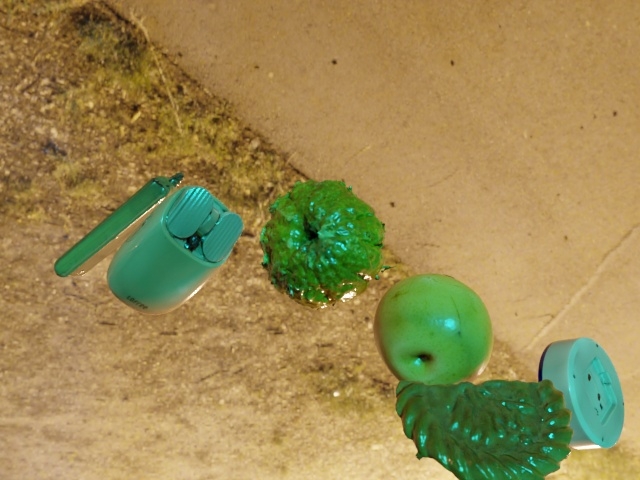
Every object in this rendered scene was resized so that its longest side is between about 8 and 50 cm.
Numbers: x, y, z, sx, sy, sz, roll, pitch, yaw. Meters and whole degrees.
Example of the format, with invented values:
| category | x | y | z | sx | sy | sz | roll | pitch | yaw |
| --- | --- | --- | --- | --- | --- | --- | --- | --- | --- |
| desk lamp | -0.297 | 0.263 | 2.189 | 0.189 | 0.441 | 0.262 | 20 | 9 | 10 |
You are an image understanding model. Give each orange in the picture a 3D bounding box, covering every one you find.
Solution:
| category | x | y | z | sx | sy | sz | roll | pitch | yaw |
| --- | --- | --- | --- | --- | --- | --- | --- | --- | --- |
| orange | 0.000 | 0.000 | 1.384 | 0.300 | 0.301 | 0.223 | -19 | 166 | 17 |

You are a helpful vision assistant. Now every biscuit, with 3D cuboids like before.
| category | x | y | z | sx | sy | sz | roll | pitch | yaw |
| --- | --- | --- | --- | --- | --- | --- | --- | --- | --- |
| biscuit | 0.255 | 0.280 | 0.900 | 0.274 | 0.187 | 0.036 | 0 | 128 | -7 |

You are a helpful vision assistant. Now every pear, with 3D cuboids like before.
| category | x | y | z | sx | sy | sz | roll | pitch | yaw |
| --- | --- | --- | --- | --- | --- | --- | --- | --- | --- |
| pear | 0.319 | 0.259 | 1.726 | 0.349 | 0.348 | 0.348 | -3 | 146 | -2 |

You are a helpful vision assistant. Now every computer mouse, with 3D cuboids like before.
| category | x | y | z | sx | sy | sz | roll | pitch | yaw |
| --- | --- | --- | --- | --- | --- | --- | --- | --- | --- |
| computer mouse | -0.237 | 0.022 | 0.981 | 0.236 | 0.082 | 0.145 | -44 | 119 | 5 |

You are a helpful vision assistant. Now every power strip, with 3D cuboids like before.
| category | x | y | z | sx | sy | sz | roll | pitch | yaw |
| --- | --- | --- | --- | --- | --- | --- | --- | --- | --- |
| power strip | -0.478 | -0.042 | 1.455 | 0.388 | 0.066 | 0.092 | -37 | 176 | 7 |

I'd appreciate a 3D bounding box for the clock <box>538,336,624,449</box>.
| category | x | y | z | sx | sy | sz | roll | pitch | yaw |
| --- | --- | --- | --- | --- | --- | --- | --- | --- | --- |
| clock | 0.558 | 0.323 | 1.287 | 0.230 | 0.230 | 0.083 | 25 | 148 | -36 |
